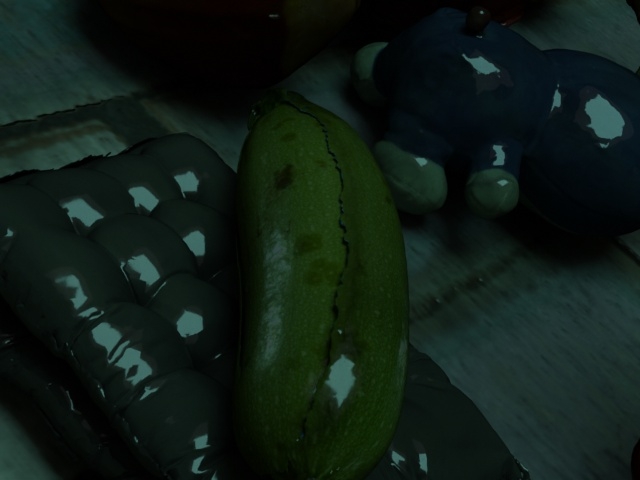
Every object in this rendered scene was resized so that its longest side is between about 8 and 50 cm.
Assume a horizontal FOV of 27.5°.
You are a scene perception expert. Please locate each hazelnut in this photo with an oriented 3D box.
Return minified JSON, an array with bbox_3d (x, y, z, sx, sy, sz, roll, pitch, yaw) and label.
[{"bbox_3d":[-0.073,-0.210,1.010,0.181,0.181,0.212,54,36,-15],"label":"hazelnut"}]

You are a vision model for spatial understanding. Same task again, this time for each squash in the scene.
[{"bbox_3d":[0.000,0.000,0.709,0.094,0.094,0.341,17,34,-16],"label":"squash"}]

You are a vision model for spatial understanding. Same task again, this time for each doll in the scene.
[{"bbox_3d":[0.165,-0.091,1.048,0.258,0.154,0.228,22,33,-22],"label":"doll"}]

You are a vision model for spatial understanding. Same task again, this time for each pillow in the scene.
[{"bbox_3d":[-0.064,0.068,0.734,0.326,0.101,0.228,47,36,19],"label":"pillow"}]

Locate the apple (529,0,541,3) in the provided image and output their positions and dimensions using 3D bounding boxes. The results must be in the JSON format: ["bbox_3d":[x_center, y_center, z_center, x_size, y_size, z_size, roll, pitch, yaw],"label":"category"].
[{"bbox_3d":[0.195,-0.359,1.314,0.237,0.207,0.237,17,36,-13],"label":"apple"}]

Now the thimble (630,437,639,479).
[{"bbox_3d":[0.365,0.150,0.731,0.350,0.231,0.350,31,5,-3],"label":"thimble"}]

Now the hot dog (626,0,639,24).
[{"bbox_3d":[0.338,-0.176,1.117,0.115,0.072,0.269,7,42,-25],"label":"hot dog"}]

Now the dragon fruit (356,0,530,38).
[{"bbox_3d":[0.105,-0.286,1.129,0.241,0.252,0.241,0,90,-33],"label":"dragon fruit"}]

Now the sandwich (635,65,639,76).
[{"bbox_3d":[0.358,-0.085,1.175,0.187,0.117,0.144,-12,50,-43],"label":"sandwich"}]
